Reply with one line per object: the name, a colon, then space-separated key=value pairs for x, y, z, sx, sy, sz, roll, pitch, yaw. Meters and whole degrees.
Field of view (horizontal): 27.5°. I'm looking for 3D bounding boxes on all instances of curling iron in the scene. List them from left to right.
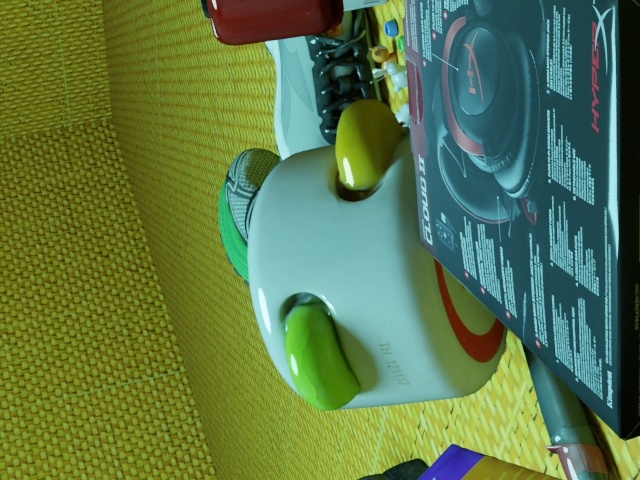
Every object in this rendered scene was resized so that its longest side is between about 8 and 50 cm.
curling iron: x=0.172 y=0.152 z=0.900 sx=0.068 sy=0.035 sz=0.274 roll=110 pitch=145 yaw=-65

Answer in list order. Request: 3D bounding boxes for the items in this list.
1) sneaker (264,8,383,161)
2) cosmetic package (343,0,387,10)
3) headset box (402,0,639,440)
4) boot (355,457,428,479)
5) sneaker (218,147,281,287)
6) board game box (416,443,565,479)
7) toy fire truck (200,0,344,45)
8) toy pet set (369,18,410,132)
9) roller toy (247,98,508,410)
sneaker: x=0.006 y=-0.151 z=1.193 sx=0.108 sy=0.100 sz=0.271 roll=130 pitch=127 yaw=-67
cosmetic package: x=0.035 y=-0.285 z=1.034 sx=0.239 sy=0.061 sz=0.098 roll=112 pitch=145 yaw=-67
headset box: x=0.135 y=-0.064 z=0.703 sx=0.293 sy=0.110 sz=0.218 roll=-131 pitch=32 yaw=-64
boot: x=0.037 y=0.318 z=1.193 sx=0.338 sy=0.223 sz=0.118 roll=-149 pitch=49 yaw=-72
sneaker: x=0.000 y=0.000 z=1.333 sx=0.343 sy=0.134 sz=0.146 roll=51 pitch=145 yaw=44
board game box: x=0.093 y=0.331 z=0.419 sx=0.356 sy=0.356 sz=0.356 roll=47 pitch=169 yaw=-7
toy fire truck: x=-0.026 y=-0.233 z=0.880 sx=0.246 sy=0.159 sz=0.217 roll=-88 pitch=-10 yaw=-67
toy pet set: x=0.052 y=-0.108 z=1.106 sx=0.122 sy=0.065 sz=0.114 roll=-119 pitch=22 yaw=-52
roller toy: x=0.052 y=0.018 z=0.935 sx=0.191 sy=0.146 sz=0.209 roll=22 pitch=-118 yaw=-61
